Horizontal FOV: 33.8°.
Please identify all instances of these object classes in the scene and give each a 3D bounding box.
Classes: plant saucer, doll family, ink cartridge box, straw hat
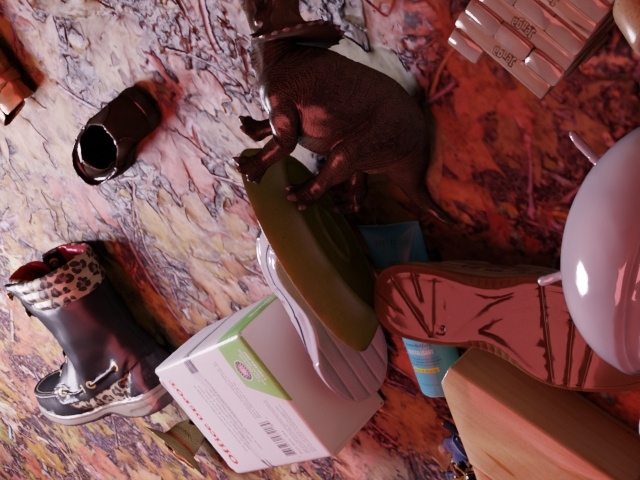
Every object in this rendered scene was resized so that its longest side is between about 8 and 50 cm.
[{"bbox_3d":[0.000,0.000,1.082,0.037,0.241,0.241,-31,103,12],"label":"plant saucer"},{"bbox_3d":[0.200,0.283,1.228,0.193,0.076,0.111,34,164,11],"label":"doll family"},{"bbox_3d":[-0.076,0.194,1.412,0.198,0.115,0.273,53,146,-7],"label":"ink cartridge box"},{"bbox_3d":[-0.229,0.334,1.779,0.144,0.061,0.144,37,162,14],"label":"straw hat"}]

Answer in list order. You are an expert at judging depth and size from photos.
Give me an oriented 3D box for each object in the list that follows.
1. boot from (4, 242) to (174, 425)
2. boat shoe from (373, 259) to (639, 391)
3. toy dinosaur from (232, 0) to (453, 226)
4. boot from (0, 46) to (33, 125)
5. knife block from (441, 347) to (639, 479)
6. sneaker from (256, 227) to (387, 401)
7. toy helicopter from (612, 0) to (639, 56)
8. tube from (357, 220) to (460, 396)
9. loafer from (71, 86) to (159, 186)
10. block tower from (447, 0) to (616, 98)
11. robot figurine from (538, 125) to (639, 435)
[{"bbox_3d":[-0.403,0.157,1.720,0.377,0.138,0.284,-10,118,48],"label":"boot"},{"bbox_3d":[0.194,0.065,1.008,0.285,0.089,0.104,15,111,26],"label":"boat shoe"},{"bbox_3d":[0.021,-0.108,0.981,0.313,0.121,0.160,39,118,-9],"label":"toy dinosaur"},{"bbox_3d":[-0.490,-0.224,1.490,0.152,0.073,0.197,49,150,-10],"label":"boot"},{"bbox_3d":[0.277,0.223,1.061,0.242,0.088,0.276,-13,103,39],"label":"knife block"},{"bbox_3d":[0.005,0.078,1.246,0.258,0.094,0.091,66,171,-30],"label":"sneaker"},{"bbox_3d":[0.241,-0.182,0.523,0.235,0.355,0.140,-36,59,25],"label":"toy helicopter"},{"bbox_3d":[0.105,0.071,1.150,0.080,0.052,0.207,-6,114,36],"label":"tube"},{"bbox_3d":[-0.282,-0.124,1.348,0.080,0.078,0.220,49,147,-2],"label":"loafer"},{"bbox_3d":[0.199,-0.232,0.685,0.097,0.091,0.335,42,147,9],"label":"block tower"},{"bbox_3d":[0.317,0.027,0.720,0.353,0.200,0.300,21,100,34],"label":"robot figurine"}]
